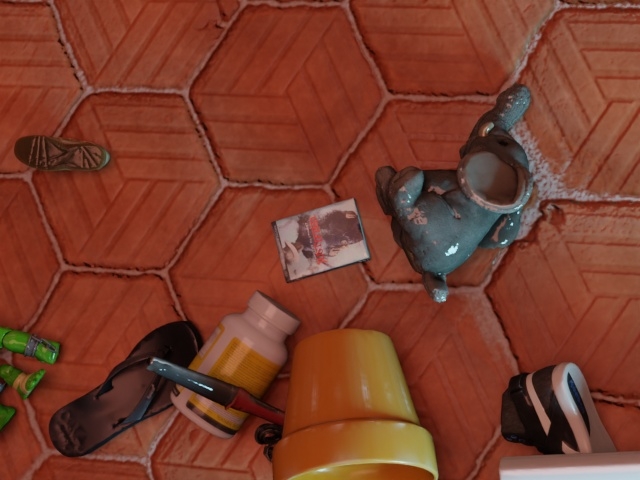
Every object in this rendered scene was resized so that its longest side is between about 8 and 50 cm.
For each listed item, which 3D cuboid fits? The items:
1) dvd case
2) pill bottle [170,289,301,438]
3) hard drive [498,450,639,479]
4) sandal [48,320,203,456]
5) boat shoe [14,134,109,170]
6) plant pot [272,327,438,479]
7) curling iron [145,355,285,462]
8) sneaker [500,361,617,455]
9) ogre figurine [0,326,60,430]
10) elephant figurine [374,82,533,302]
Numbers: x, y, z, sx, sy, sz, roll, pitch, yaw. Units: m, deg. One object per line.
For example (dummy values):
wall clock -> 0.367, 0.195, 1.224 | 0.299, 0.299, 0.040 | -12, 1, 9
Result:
dvd case -> 0.000, 0.000, 2.019 | 0.119, 0.013, 0.087 | -16, 80, 12
pill bottle -> -0.107, 0.161, 1.978 | 0.103, 0.103, 0.184 | 36, 92, 15
hard drive -> 0.403, 0.363, 1.813 | 0.353, 0.047, 0.233 | -4, 109, 12
sandal -> -0.259, 0.207, 2.033 | 0.254, 0.054, 0.097 | -40, 76, 6
boat shoe -> -0.359, -0.119, 2.103 | 0.135, 0.045, 0.050 | 10, 93, 11
plant pot -> 0.037, 0.220, 1.901 | 0.205, 0.205, 0.188 | -11, 65, 12
curling iron -> -0.115, 0.212, 1.909 | 0.068, 0.274, 0.035 | -53, 37, 1
sneaker -> 0.298, 0.261, 1.892 | 0.121, 0.079, 0.217 | -16, 96, 37
ogre figurine -> -0.460, 0.195, 2.068 | 0.118, 0.097, 0.197 | 37, 108, -3
elephant figurine -> 0.202, -0.067, 1.917 | 0.239, 0.169, 0.186 | -22, 107, -6
